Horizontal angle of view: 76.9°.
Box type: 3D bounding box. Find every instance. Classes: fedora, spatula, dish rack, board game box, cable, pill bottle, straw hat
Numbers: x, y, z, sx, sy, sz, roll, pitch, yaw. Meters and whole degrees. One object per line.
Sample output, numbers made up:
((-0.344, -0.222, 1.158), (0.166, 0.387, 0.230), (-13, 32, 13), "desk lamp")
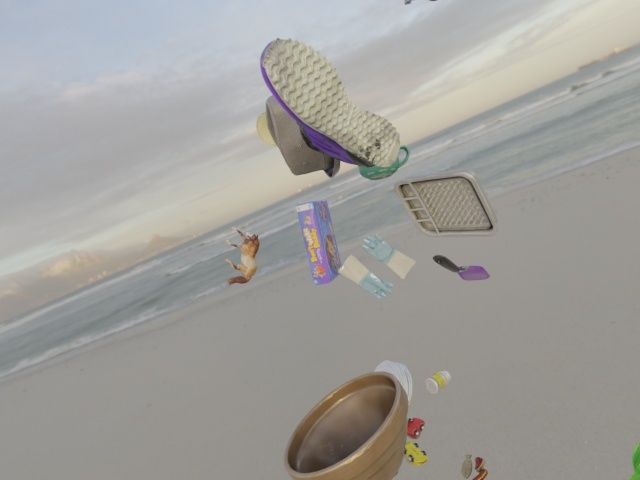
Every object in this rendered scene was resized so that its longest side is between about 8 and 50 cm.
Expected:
((-0.050, -0.255, 0.918), (0.125, 0.243, 0.275), (-21, -35, -6), "fedora")
((0.369, 0.074, 1.067), (0.084, 0.030, 0.297), (-8, -16, 38), "spatula")
((0.454, -0.136, 1.447), (0.333, 0.285, 0.072), (1, 44, 52), "dish rack")
((0.000, 0.000, 1.772), (0.078, 0.346, 0.233), (-12, 3, 17), "board game box")
((0.285, 0.641, 1.709), (0.257, 0.089, 0.257), (-59, 19, 25), "cable")
((0.501, 0.597, 1.711), (0.116, 0.065, 0.065), (-11, -2, -40), "pill bottle")
((-0.142, -0.388, 1.333), (0.145, 0.144, 0.061), (-27, -11, -26), "straw hat")

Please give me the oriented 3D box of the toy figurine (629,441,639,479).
((0.871, 0.593, 0.979), (0.173, 0.159, 0.130), (-58, 3, -2), "toy figurine")

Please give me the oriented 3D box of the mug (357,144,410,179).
((0.193, -0.248, 1.265), (0.158, 0.097, 0.130), (-11, -3, 29), "mug")

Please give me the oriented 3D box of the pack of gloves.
((0.213, 0.102, 1.453), (0.195, 0.232, 0.046), (-53, 19, 6), "pack of gloves")

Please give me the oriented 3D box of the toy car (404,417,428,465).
((0.269, 0.727, 1.460), (0.225, 0.053, 0.239), (0, 11, 11), "toy car")

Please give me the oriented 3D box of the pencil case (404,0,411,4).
((0.281, -0.699, 1.087), (0.105, 0.104, 0.236), (-18, 19, 39), "pencil case")

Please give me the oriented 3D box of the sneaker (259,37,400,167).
((-0.005, -0.211, 0.694), (0.146, 0.293, 0.102), (13, 75, 52), "sneaker")

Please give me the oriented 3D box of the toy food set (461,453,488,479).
((0.361, 0.560, 0.940), (0.078, 0.019, 0.122), (-35, 11, 45), "toy food set")

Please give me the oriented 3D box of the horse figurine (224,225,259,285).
((-0.297, 0.066, 1.548), (0.175, 0.263, 0.066), (23, 28, 30), "horse figurine")

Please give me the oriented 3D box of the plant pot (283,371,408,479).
((0.063, 0.345, 0.690), (0.237, 0.109, 0.237), (-34, 5, 3), "plant pot")
